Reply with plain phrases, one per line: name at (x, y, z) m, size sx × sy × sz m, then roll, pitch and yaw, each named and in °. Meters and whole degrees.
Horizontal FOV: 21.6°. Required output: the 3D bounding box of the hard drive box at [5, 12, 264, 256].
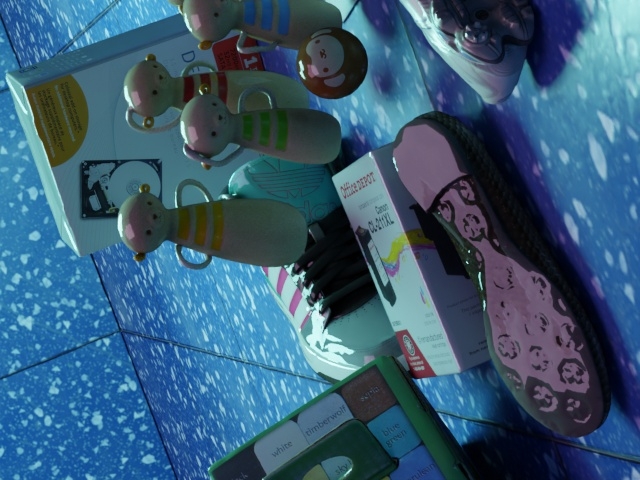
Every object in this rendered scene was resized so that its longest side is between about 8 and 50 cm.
hard drive box at (-0.166, -0.113, 1.651) m, size 0.089 × 0.232 × 0.181 m, roll 31°, pitch 141°, yaw 65°

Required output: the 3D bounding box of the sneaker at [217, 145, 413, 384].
sneaker at (0.000, 0.000, 1.466) m, size 0.295 × 0.123 × 0.178 m, roll 43°, pitch 160°, yaw 60°

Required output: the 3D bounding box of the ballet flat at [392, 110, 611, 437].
ballet flat at (0.133, 0.019, 1.162) m, size 0.084 × 0.058 × 0.250 m, roll -39°, pitch 76°, yaw 37°

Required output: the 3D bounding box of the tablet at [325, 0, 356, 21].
tablet at (0.013, -0.208, 1.339) m, size 0.054 × 0.006 × 0.083 m, roll 66°, pitch 165°, yaw 6°

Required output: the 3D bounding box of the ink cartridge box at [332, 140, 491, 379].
ink cartridge box at (0.084, 0.009, 1.263) m, size 0.175 × 0.072 × 0.127 m, roll 67°, pitch 166°, yaw 2°

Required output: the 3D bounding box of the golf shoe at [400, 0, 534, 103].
golf shoe at (0.074, -0.159, 1.094) m, size 0.086 × 0.069 × 0.176 m, roll 81°, pitch 162°, yaw -56°

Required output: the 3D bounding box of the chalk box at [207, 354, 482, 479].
chalk box at (0.044, 0.228, 1.335) m, size 0.179 × 0.180 × 0.289 m, roll 58°, pitch -177°, yaw 31°

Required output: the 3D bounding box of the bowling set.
bowling set at (-0.063, -0.135, 1.305) m, size 0.200 × 0.154 × 0.287 m, roll 135°, pitch 137°, yaw -62°
